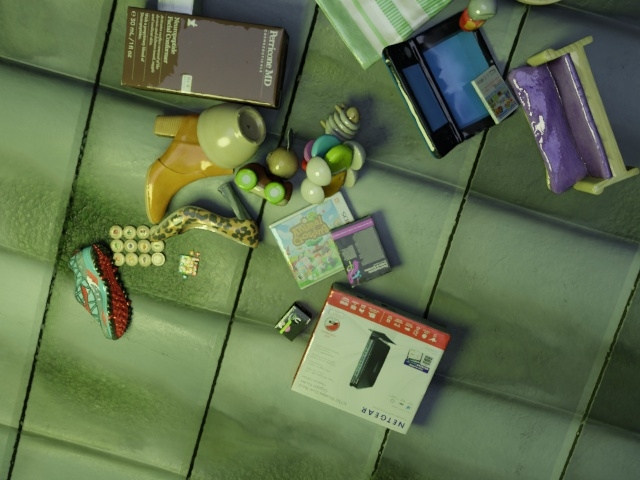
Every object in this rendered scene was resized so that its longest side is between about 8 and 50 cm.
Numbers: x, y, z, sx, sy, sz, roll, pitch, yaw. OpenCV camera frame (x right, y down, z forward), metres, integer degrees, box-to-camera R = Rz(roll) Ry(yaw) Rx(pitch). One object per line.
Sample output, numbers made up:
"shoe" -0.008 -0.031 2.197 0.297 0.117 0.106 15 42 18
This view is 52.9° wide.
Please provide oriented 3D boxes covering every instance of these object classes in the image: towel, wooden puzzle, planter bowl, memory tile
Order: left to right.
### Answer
"memory tile" -0.492 0.014 1.727 0.148 0.012 0.113 0 99 2
"wooden puzzle" -0.356 0.066 1.732 0.049 0.006 0.083 11 100 1
"planter bowl" -0.202 -0.265 1.558 0.109 0.162 0.162 -14 100 39
"towel" 0.167 -0.621 1.582 0.325 0.038 0.248 -37 97 7

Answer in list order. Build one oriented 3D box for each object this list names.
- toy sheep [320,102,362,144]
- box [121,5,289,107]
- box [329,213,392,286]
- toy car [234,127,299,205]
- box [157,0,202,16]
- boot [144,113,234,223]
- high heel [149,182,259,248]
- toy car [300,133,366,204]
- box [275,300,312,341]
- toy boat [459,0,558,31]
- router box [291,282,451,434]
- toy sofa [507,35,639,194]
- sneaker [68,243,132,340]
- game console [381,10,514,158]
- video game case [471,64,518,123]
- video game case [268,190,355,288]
"toy sheep" 0.051 -0.288 1.620 0.091 0.091 0.132 43 128 -5
"box" -0.280 -0.443 1.581 0.382 0.143 0.191 7 99 0
"box" 0.105 0.027 1.672 0.116 0.029 0.162 -21 97 6
"toy car" -0.115 -0.193 1.614 0.149 0.155 0.188 26 90 -2
"box" -0.341 -0.601 1.575 0.087 0.101 0.102 7 101 1
"boot" -0.327 -0.176 1.643 0.211 0.104 0.295 8 95 2
"high heel" -0.298 -0.010 1.670 0.261 0.093 0.186 -30 90 -2
"toy car" 0.014 -0.190 1.598 0.159 0.182 0.136 -29 70 -25
"box" -0.072 0.216 1.722 0.062 0.052 0.083 39 97 -3
"toy boat" 0.447 -0.621 1.497 0.267 0.148 0.318 40 89 -4
"router box" 0.132 0.314 1.713 0.336 0.082 0.301 21 99 -1
"toy sofa" 0.607 -0.290 1.560 0.177 0.150 0.362 -22 98 5
"sneaker" -0.596 0.144 1.725 0.125 0.104 0.261 -13 95 22
"game console" 0.316 -0.381 1.553 0.173 0.250 0.293 -24 98 33
"video game case" 0.431 -0.361 1.586 0.087 0.011 0.122 -39 101 -25
"video game case" 0.000 0.000 1.697 0.212 0.023 0.193 -26 97 6
